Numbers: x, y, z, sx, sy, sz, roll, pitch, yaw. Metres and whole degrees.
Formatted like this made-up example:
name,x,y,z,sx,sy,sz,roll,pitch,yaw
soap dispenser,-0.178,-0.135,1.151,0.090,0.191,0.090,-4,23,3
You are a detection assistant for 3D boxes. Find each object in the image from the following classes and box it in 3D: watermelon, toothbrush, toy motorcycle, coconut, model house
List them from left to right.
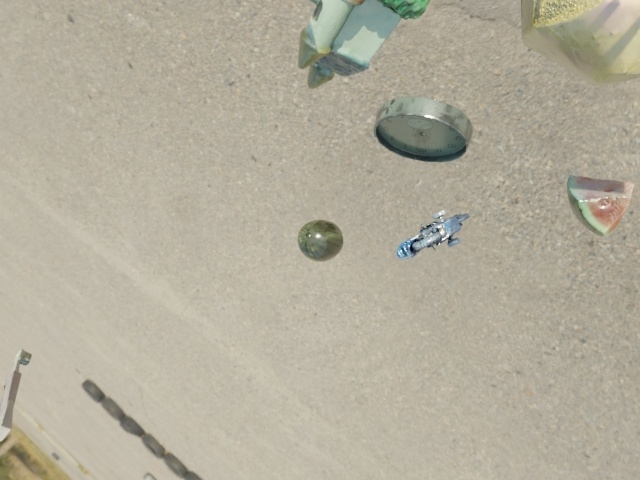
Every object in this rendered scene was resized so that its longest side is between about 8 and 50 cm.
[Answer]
name,x,y,z,sx,sy,sz,roll,pitch,yaw
toothbrush,-0.341,0.161,0.472,0.017,0.014,0.194,42,168,-28
watermelon,0.000,0.000,0.767,0.078,0.110,0.078,-2,86,22
model house,0.020,-0.430,0.812,0.194,0.267,0.325,10,143,-27
toy motorcycle,0.291,-0.014,1.104,0.135,0.254,0.092,-32,85,44
watermelon,0.366,-0.054,0.559,0.072,0.084,0.092,-32,73,15
coconut,0.516,-0.440,0.718,0.352,0.352,0.353,21,133,25

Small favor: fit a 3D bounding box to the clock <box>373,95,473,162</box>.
name,x,y,z,sx,sy,sz,roll,pitch,yaw
clock,0.222,-0.236,0.934,0.214,0.042,0.215,16,169,3
